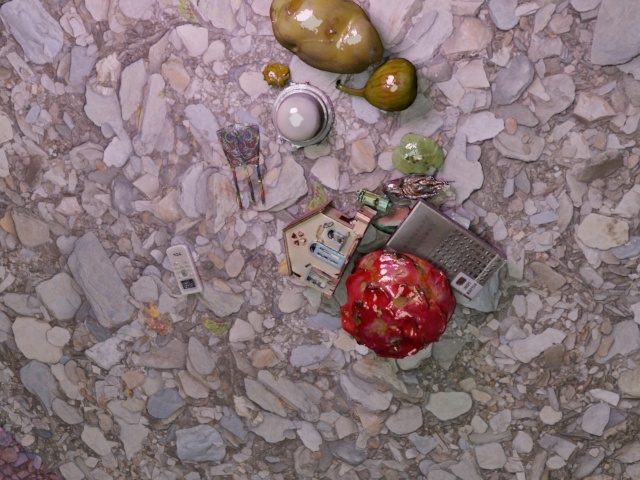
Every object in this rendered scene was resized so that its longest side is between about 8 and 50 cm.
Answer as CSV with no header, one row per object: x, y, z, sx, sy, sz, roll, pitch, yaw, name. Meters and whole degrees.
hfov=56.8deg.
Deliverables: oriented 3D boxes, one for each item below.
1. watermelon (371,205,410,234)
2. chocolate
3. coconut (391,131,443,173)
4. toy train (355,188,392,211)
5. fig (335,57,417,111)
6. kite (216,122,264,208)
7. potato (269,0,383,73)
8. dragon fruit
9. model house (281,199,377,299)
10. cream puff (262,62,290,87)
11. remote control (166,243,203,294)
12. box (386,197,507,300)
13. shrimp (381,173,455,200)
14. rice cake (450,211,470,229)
0.240,-0.050,1.901,0.155,0.080,0.101,-12,141,15,watermelon
-0.071,-0.368,1.809,0.221,0.147,0.222,6,114,13,chocolate
0.290,-0.263,1.804,0.158,0.055,0.133,-17,106,18,coconut
0.167,-0.128,1.870,0.122,0.081,0.050,19,106,7,toy train
0.155,-0.443,1.730,0.259,0.151,0.152,-3,108,21,fig
-0.254,-0.247,1.971,0.152,0.015,0.286,-4,106,18,kite
0.019,-0.591,1.674,0.350,0.202,0.218,33,114,0,potato
0.223,0.228,1.858,0.371,0.249,0.386,46,134,-14,dragon fruit
0.000,0.000,1.910,0.244,0.169,0.326,30,117,7,model house
-0.138,-0.510,1.821,0.083,0.058,0.083,-40,94,21,cream puff
-0.493,0.105,2.146,0.087,0.029,0.190,-11,106,17,remote control
0.386,0.030,1.816,0.324,0.047,0.180,33,114,-5,box
0.305,-0.170,1.825,0.232,0.079,0.090,-6,70,14,shrimp
0.408,0.011,1.867,0.069,0.063,0.207,17,114,1,rice cake
